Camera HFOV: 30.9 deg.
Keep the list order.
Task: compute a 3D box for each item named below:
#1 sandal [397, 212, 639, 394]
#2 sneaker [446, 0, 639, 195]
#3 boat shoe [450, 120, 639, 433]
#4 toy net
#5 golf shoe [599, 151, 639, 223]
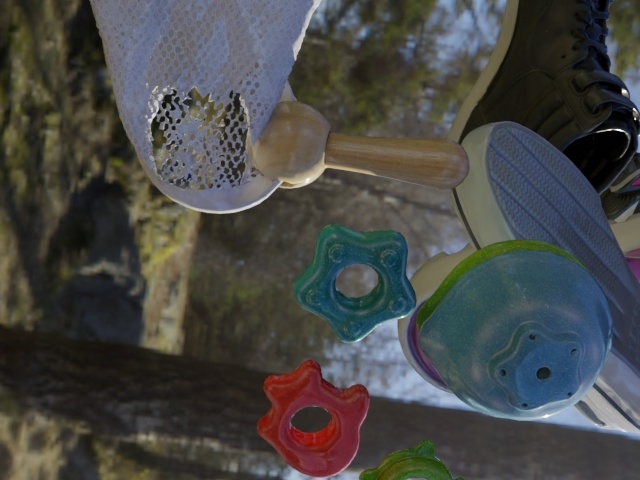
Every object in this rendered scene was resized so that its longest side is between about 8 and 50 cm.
[{"bbox_3d":[0.245,0.053,0.708,0.169,0.416,0.102,57,31,-32],"label":"sandal"},{"bbox_3d":[0.218,-0.154,0.943,0.147,0.104,0.296,33,-76,47],"label":"sneaker"},{"bbox_3d":[0.120,0.036,0.595,0.075,0.226,0.083,-15,-144,42],"label":"boat shoe"},{"bbox_3d":[0.000,0.000,0.399,0.122,0.232,0.045,-41,-162,11],"label":"toy net"},{"bbox_3d":[0.408,-0.068,1.250,0.120,0.272,0.105,67,-19,-5],"label":"golf shoe"}]
